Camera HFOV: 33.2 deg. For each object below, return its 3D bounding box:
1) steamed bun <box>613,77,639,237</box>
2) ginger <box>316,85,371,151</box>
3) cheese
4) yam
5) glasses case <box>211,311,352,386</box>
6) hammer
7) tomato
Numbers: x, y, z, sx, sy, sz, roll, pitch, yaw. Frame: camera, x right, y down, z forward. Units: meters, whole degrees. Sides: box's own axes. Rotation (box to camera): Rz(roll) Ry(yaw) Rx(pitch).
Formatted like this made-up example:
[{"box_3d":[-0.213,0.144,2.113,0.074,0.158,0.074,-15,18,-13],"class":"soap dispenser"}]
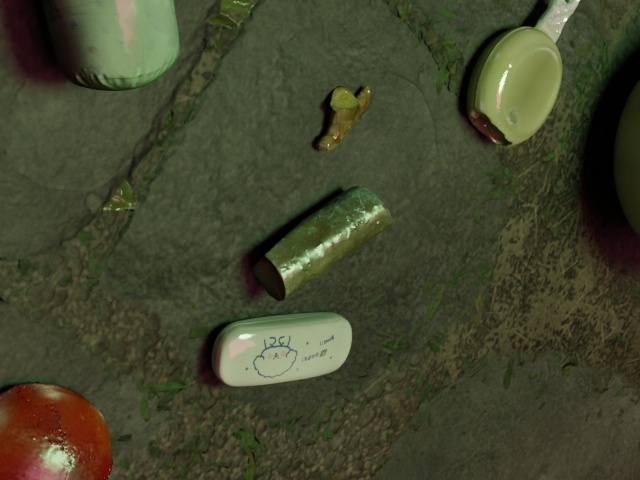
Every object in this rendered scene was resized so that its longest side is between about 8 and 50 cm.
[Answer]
[{"box_3d":[0.572,-0.139,1.557,0.374,0.241,0.374,-13,115,-30],"class":"steamed bun"},{"box_3d":[0.027,-0.147,1.241,0.097,0.030,0.048,-52,133,-14],"class":"ginger"},{"box_3d":[0.272,-0.235,1.392,0.137,0.064,0.227,36,81,-44],"class":"cheese"},{"box_3d":[0.000,0.000,1.254,0.169,0.068,0.068,-33,125,-24],"class":"yam"},{"box_3d":[-0.043,0.128,1.278,0.197,0.049,0.076,-2,108,-40],"class":"glasses case"},{"box_3d":[-0.118,-0.280,1.026,0.335,0.119,0.206,-30,126,-36],"class":"hammer"},{"box_3d":[-0.287,0.246,1.087,0.173,0.099,0.189,28,90,-45],"class":"tomato"}]
